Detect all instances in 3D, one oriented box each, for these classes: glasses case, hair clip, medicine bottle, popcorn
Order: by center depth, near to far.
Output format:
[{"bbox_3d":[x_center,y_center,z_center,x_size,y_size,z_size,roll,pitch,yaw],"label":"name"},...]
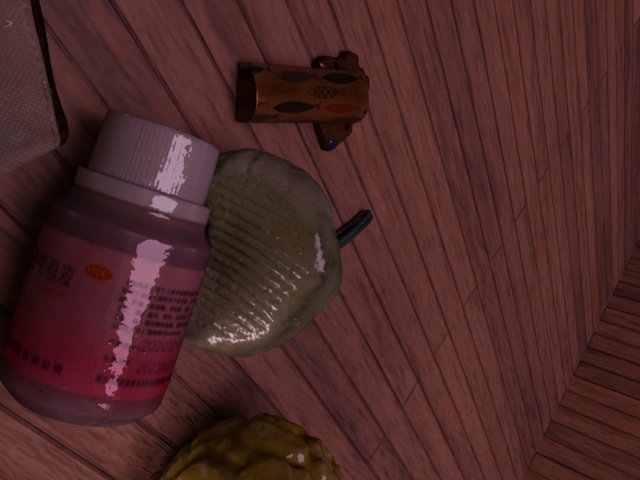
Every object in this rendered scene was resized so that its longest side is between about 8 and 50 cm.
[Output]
[{"bbox_3d":[-0.172,0.022,0.524,0.147,0.147,0.247,17,90,-52],"label":"medicine bottle"},{"bbox_3d":[-0.078,0.338,0.699,0.224,0.270,0.258,8,54,-55],"label":"popcorn"},{"bbox_3d":[-0.016,-0.168,0.704,0.170,0.041,0.064,-9,111,-40],"label":"glasses case"},{"bbox_3d":[0.000,0.000,0.821,0.229,0.039,0.070,-21,121,-51],"label":"hair clip"}]

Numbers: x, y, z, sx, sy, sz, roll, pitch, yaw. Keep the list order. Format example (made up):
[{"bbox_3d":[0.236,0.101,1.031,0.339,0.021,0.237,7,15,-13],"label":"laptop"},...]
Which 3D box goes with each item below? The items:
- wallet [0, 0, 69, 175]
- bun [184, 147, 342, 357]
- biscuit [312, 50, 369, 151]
[{"bbox_3d":[-0.284,-0.180,0.363,0.275,0.068,0.335,-29,127,-44],"label":"wallet"},{"bbox_3d":[-0.076,0.010,0.637,0.212,0.204,0.126,-42,173,15],"label":"bun"},{"bbox_3d":[0.026,-0.178,0.787,0.119,0.019,0.130,3,102,-51],"label":"biscuit"}]
